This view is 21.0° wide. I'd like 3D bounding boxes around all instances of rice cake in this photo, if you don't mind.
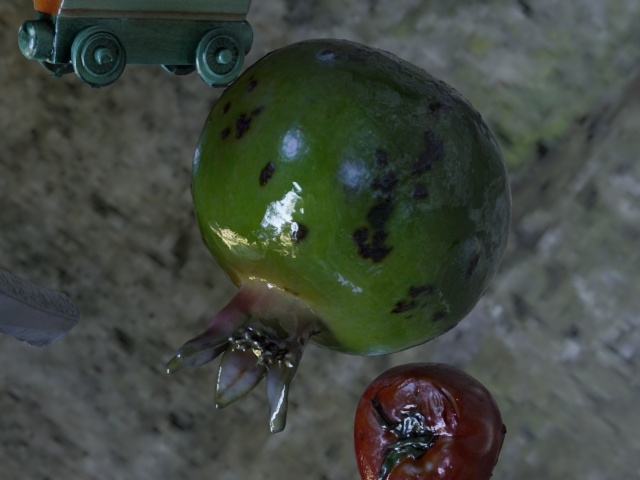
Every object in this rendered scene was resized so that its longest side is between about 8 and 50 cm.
[{"bbox_3d":[-0.378,0.075,2.086,0.073,0.056,0.365,-31,-15,5],"label":"rice cake"}]

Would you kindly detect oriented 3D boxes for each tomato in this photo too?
[{"bbox_3d":[0.126,0.257,2.262,0.228,0.101,0.228,-11,71,35],"label":"tomato"}]

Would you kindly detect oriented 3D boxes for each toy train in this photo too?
[{"bbox_3d":[-0.195,-0.260,1.900,0.116,0.285,0.177,21,110,53],"label":"toy train"}]

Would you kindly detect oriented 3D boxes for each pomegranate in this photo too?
[{"bbox_3d":[0.014,-0.014,1.453,0.291,0.291,0.323,-45,11,47],"label":"pomegranate"}]
